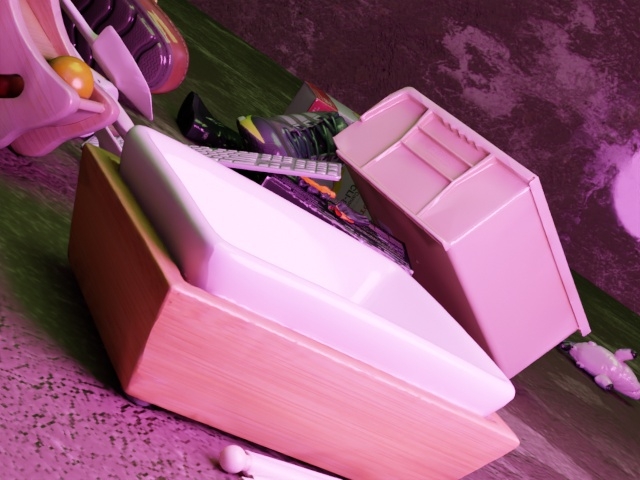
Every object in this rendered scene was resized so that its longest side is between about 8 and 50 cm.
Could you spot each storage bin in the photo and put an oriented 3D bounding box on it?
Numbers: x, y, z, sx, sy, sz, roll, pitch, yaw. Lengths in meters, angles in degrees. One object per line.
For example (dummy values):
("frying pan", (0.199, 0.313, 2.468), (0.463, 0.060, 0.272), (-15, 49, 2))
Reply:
("storage bin", (0.157, -0.008, 1.390), (0.260, 0.123, 0.262), (46, -11, 47))

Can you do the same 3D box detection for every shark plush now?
("shark plush", (0.412, 0.193, 1.827), (0.161, 0.073, 0.067), (17, -22, 34))

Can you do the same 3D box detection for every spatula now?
("spatula", (-0.215, -0.163, 1.093), (0.242, 0.019, 0.168), (54, -24, 25))

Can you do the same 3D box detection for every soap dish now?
("soap dish", (-0.029, 0.054, 0.827), (0.291, 0.118, 0.229), (27, 12, -32))

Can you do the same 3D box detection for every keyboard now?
("keyboard", (-0.106, -0.084, 1.209), (0.256, 0.014, 0.072), (7, 9, 0))

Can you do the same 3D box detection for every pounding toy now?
("pounding toy", (-0.259, -0.195, 1.035), (0.269, 0.154, 0.155), (52, 16, 14))

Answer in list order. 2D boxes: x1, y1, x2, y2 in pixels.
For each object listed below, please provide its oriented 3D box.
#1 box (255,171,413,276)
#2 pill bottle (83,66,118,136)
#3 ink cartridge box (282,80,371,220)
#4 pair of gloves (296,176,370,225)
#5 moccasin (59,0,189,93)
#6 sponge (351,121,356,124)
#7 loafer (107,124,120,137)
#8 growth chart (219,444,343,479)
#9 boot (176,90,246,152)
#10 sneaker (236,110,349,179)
("box", (0.000, 0.000, 1.273), (0.180, 0.077, 0.147), (33, 10, -7))
("pill bottle", (-0.268, -0.161, 1.217), (0.116, 0.065, 0.065), (37, 11, 12))
("ink cartridge box", (0.023, -0.130, 1.797), (0.176, 0.128, 0.127), (30, 11, -18))
("pair of gloves", (0.013, -0.042, 1.253), (0.083, 0.010, 0.074), (40, 11, 25))
("moccasin", (-0.291, -0.298, 1.626), (0.147, 0.139, 0.380), (9, 16, -47))
("sponge", (0.087, -0.058, 1.612), (0.117, 0.031, 0.210), (-76, 148, -76))
("loafer", (-0.258, -0.160, 1.283), (0.148, 0.050, 0.056), (39, 12, 27))
("growth chart", (0.032, 0.192, 0.656), (0.172, 0.021, 0.237), (29, 11, -28))
("boot", (-0.138, -0.147, 1.612), (0.099, 0.045, 0.121), (27, 19, -24))
("sneaker", (-0.026, -0.128, 1.561), (0.300, 0.121, 0.111), (-42, 113, -78))
